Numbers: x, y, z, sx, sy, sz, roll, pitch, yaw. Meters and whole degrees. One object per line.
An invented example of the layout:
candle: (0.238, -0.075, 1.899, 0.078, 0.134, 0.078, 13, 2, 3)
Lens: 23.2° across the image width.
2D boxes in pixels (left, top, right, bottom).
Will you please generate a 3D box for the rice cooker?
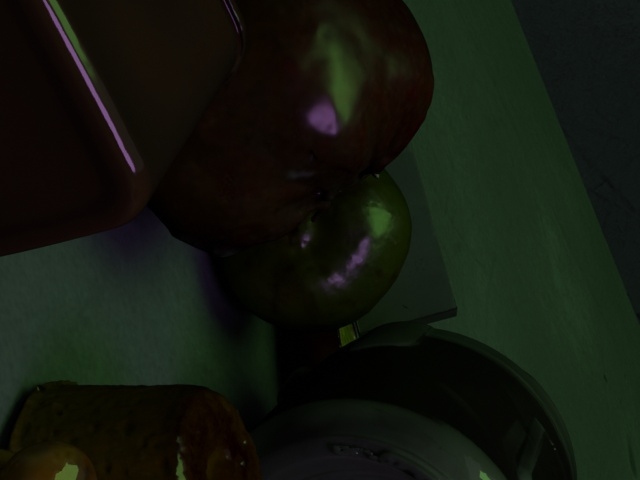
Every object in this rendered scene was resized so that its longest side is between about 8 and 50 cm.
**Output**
rice cooker: (0.081, 0.262, 1.486, 0.325, 0.335, 0.335, -35, 110, -68)

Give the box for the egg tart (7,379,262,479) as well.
egg tart: (-0.138, 0.193, 1.221, 0.202, 0.147, 0.202, 48, 33, -47)

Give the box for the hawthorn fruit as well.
hawthorn fruit: (-0.068, -0.156, 1.413, 0.325, 0.308, 0.308, 44, 33, -21)

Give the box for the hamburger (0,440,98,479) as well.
hamburger: (-0.211, 0.244, 0.890, 0.276, 0.237, 0.276, 43, 39, -48)

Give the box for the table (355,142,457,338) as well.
table: (0.077, -0.002, 1.901, 0.111, 0.122, 0.240, 75, 1, -73)

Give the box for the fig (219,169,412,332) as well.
fig: (0.000, 0.000, 1.620, 0.225, 0.203, 0.203, 36, 43, -76)

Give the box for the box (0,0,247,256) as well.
box: (-0.235, -0.179, 1.089, 0.339, 0.239, 0.229, 64, 27, -29)

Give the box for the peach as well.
peach: (0.016, 0.165, 1.730, 0.189, 0.068, 0.279, 53, 26, -65)
